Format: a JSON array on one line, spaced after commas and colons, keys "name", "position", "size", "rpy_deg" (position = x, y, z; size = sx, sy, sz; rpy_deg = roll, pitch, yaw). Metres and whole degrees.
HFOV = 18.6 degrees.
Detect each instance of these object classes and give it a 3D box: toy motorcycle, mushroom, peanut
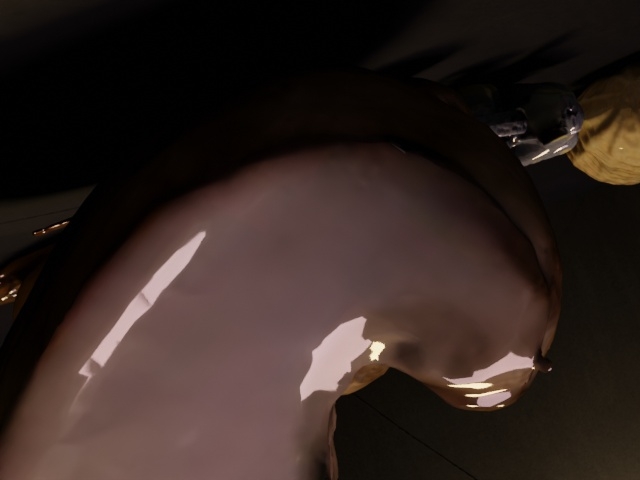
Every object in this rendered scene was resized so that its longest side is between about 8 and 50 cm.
[{"name": "toy motorcycle", "position": [0.117, -0.072, 1.250], "size": [0.124, 0.061, 0.193], "rpy_deg": [-12, 180, -12]}, {"name": "mushroom", "position": [-0.043, 0.022, 0.925], "size": [0.224, 0.314, 0.397], "rpy_deg": [12, -156, -8]}, {"name": "peanut", "position": [0.231, -0.084, 1.454], "size": [0.093, 0.083, 0.194], "rpy_deg": [-18, 176, -13]}]

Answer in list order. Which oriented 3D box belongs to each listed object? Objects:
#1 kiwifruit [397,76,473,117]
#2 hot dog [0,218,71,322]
[{"name": "kiwifruit", "position": [0.031, -0.049, 1.092], "size": [0.075, 0.075, 0.124], "rpy_deg": [-15, 169, -45]}, {"name": "hot dog", "position": [-0.108, 0.034, 1.295], "size": [0.194, 0.107, 0.326], "rpy_deg": [-16, 174, -33]}]
